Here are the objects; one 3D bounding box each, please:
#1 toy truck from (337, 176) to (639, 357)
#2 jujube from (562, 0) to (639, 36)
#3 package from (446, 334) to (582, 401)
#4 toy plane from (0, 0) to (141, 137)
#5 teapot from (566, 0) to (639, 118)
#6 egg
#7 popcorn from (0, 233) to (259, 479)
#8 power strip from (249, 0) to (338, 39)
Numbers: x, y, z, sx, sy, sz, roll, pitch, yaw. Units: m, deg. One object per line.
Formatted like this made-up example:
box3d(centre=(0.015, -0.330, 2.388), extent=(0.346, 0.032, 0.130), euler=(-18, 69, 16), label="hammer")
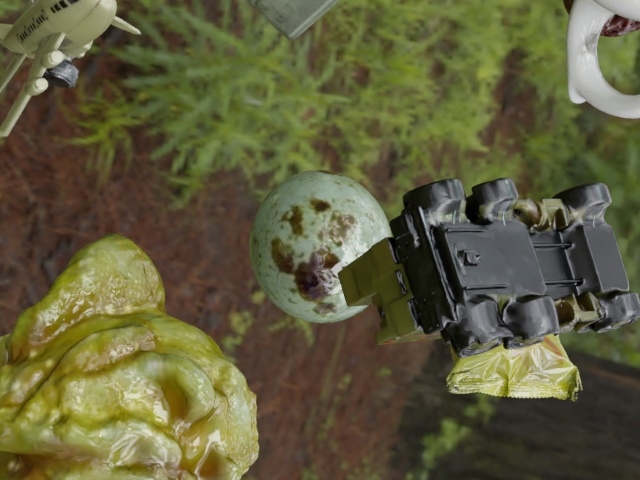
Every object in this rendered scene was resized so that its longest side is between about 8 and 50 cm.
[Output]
box3d(centre=(0.143, 0.029, 1.180), extent=(0.257, 0.127, 0.127), euler=(-5, 71, -43), label="toy truck")
box3d(centre=(0.246, -0.203, 1.138), extent=(0.077, 0.129, 0.077), euler=(60, 13, -23), label="jujube")
box3d(centre=(0.213, 0.107, 1.765), extent=(0.226, 0.168, 0.090), euler=(-101, -165, -49), label="package")
box3d(centre=(-0.251, -0.206, 1.442), extent=(0.092, 0.244, 0.229), euler=(27, 72, -33), label="toy plane")
box3d(centre=(0.205, -0.229, 0.959), extent=(0.204, 0.139, 0.298), euler=(0, 88, -44), label="teapot")
box3d(centre=(0.000, 0.000, 1.768), extent=(0.231, 0.169, 0.169), euler=(-94, 175, -60), label="egg")
box3d(centre=(-0.215, 0.154, 1.477), extent=(0.321, 0.290, 0.325), euler=(13, 85, -16), label="popcorn")
box3d(centre=(0.036, -0.225, 1.058), extent=(0.052, 0.272, 0.078), euler=(43, 54, -9), label="power strip")
